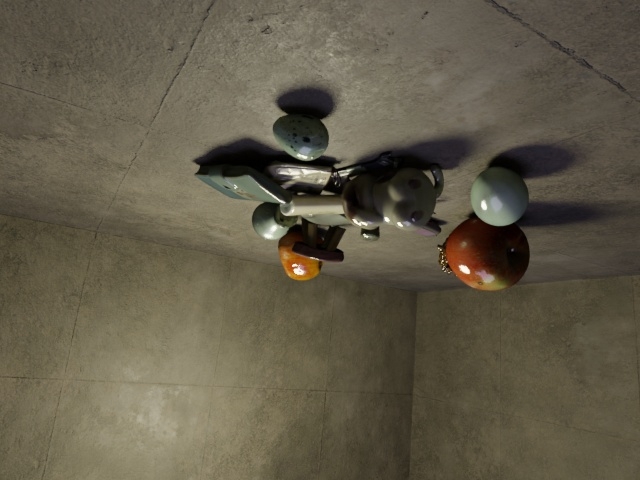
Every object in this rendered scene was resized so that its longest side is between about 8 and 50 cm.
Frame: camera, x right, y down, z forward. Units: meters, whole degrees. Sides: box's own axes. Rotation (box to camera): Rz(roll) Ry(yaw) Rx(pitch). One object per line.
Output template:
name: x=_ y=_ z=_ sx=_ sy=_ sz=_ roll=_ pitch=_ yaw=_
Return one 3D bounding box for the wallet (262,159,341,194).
wallet: x=-0.084 y=-0.227 z=1.705 sx=0.275 sy=0.068 sz=0.335 roll=9 pitch=170 yaw=-10

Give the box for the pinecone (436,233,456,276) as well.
pinecone: x=0.722 y=0.066 z=2.290 sx=0.257 sy=0.243 sz=0.243 roll=-4 pitch=164 yaw=18

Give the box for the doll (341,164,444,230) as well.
doll: x=0.234 y=-0.142 z=1.589 sx=0.370 sy=0.215 sz=0.226 roll=-5 pitch=-160 yaw=31

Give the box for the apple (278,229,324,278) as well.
apple: x=-0.091 y=0.078 z=2.563 sx=0.302 sy=0.301 sz=0.301 roll=5 pitch=167 yaw=1

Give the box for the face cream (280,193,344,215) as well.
face cream: x=0.023 y=-0.147 z=1.837 sx=0.349 sy=0.081 sz=0.173 roll=-3 pitch=180 yaw=-24

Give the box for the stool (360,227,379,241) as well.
stool: x=0.245 y=-0.055 z=2.216 sx=0.096 sy=0.110 sz=0.096 roll=6 pitch=165 yaw=2

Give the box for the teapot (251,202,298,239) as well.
teapot: x=-0.196 y=-0.099 z=2.028 sx=0.184 sy=0.183 sz=0.251 roll=12 pitch=170 yaw=-25

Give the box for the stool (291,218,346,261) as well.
stool: x=0.000 y=0.000 z=2.285 sx=0.272 sy=0.178 sz=0.272 roll=11 pitch=-173 yaw=-1

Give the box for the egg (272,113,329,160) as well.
egg: x=-0.056 y=-0.297 z=1.281 sx=0.164 sy=0.131 sz=0.131 roll=16 pitch=164 yaw=-15

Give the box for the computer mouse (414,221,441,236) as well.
computer mouse: x=0.476 y=-0.073 z=2.162 sx=0.232 sy=0.057 sz=0.120 roll=17 pitch=163 yaw=-31

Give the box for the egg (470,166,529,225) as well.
egg: x=0.598 y=-0.150 z=1.514 sx=0.183 sy=0.182 sz=0.264 roll=-2 pitch=159 yaw=29

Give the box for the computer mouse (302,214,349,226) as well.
computer mouse: x=0.011 y=-0.117 z=2.101 sx=0.197 sy=0.095 sz=0.331 roll=0 pitch=166 yaw=38

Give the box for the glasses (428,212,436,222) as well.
glasses: x=0.372 y=-0.152 z=1.879 sx=0.255 sy=0.095 sz=0.162 roll=17 pitch=-170 yaw=-44

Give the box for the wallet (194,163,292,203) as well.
wallet: x=-0.300 y=-0.211 z=1.703 sx=0.360 sy=0.083 sz=0.252 roll=9 pitch=166 yaw=44

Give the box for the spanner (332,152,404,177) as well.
spanner: x=0.149 y=-0.260 z=1.588 sx=0.316 sy=0.024 sz=0.087 roll=-5 pitch=161 yaw=43

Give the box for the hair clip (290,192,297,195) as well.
hair clip: x=-0.160 y=-0.194 z=1.946 sx=0.187 sy=0.056 sz=0.146 roll=6 pitch=171 yaw=41

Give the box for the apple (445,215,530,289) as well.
apple: x=0.736 y=0.053 z=1.997 sx=0.349 sy=0.348 sz=0.277 roll=13 pitch=170 yaw=-29
